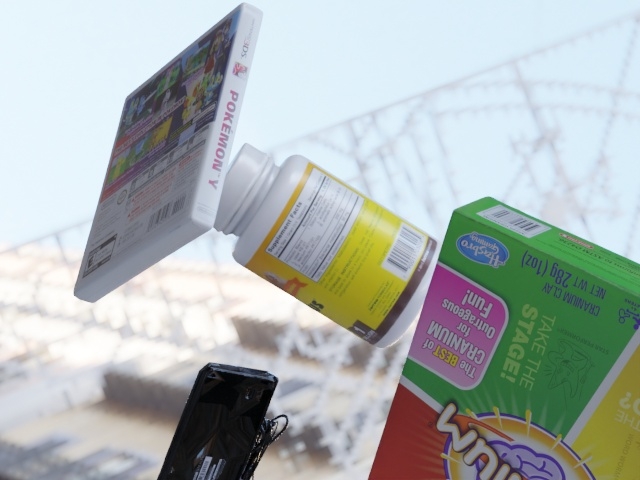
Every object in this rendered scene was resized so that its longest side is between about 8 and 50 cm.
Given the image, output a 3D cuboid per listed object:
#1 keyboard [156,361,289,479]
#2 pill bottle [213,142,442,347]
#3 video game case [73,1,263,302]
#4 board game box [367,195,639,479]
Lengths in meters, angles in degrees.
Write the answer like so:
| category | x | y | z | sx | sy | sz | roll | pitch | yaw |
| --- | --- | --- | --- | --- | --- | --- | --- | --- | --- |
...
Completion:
| category | x | y | z | sx | sy | sz | roll | pitch | yaw |
| --- | --- | --- | --- | --- | --- | --- | --- | --- | --- |
| keyboard | -0.094 | 0.190 | 1.635 | 0.038 | 0.100 | 0.192 | 41 | -68 | 55 |
| pill bottle | 0.000 | 0.000 | 1.806 | 0.215 | 0.117 | 0.117 | 32 | -33 | -5 |
| video game case | -0.115 | -0.062 | 1.465 | 0.201 | 0.023 | 0.183 | -30 | -138 | 54 |
| board game box | 0.165 | 0.160 | 1.421 | 0.242 | 0.064 | 0.316 | 25 | -68 | 24 |
